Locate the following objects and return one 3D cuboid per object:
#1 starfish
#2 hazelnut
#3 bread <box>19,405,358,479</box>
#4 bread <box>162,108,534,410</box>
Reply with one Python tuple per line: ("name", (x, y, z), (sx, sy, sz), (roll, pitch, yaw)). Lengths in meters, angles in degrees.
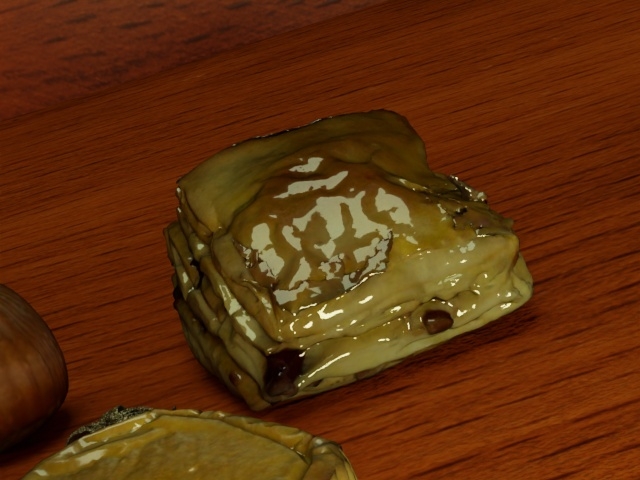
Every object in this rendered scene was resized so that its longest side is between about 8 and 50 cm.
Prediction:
("starfish", (-0.174, 0.163, 1.552), (0.078, 0.028, 0.091), (-8, 23, 21))
("hazelnut", (-0.299, 0.113, 1.637), (0.150, 0.150, 0.150), (-16, 16, 5))
("bread", (-0.084, 0.206, 1.125), (0.227, 0.142, 0.253), (-25, 21, -28))
("bread", (0.000, 0.000, 1.633), (0.277, 0.167, 0.324), (-23, 22, -10))
